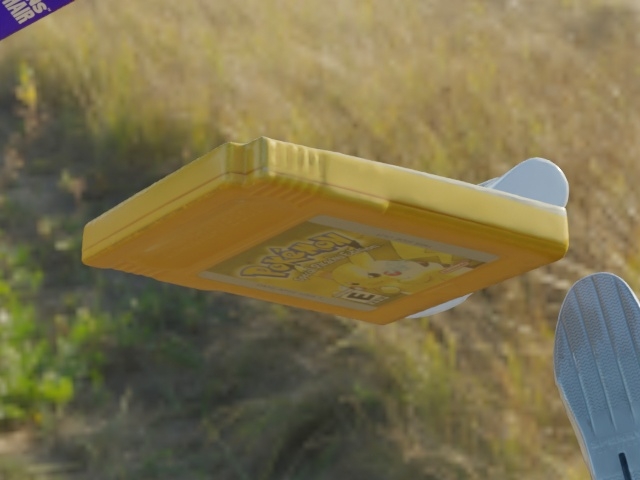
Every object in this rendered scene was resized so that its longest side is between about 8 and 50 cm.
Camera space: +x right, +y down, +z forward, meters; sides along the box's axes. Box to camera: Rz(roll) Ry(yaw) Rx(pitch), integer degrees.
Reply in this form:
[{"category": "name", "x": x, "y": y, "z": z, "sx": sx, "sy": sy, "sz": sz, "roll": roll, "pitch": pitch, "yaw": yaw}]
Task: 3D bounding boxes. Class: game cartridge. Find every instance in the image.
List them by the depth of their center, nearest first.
[{"category": "game cartridge", "x": 0.000, "y": 0.000, "z": 1.558, "sx": 0.324, "sy": 0.052, "sz": 0.285, "roll": 10, "pitch": -20, "yaw": -31}]

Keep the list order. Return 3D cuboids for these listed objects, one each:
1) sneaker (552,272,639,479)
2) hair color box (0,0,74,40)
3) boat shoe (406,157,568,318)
[{"category": "sneaker", "x": 0.264, "y": 0.159, "z": 1.606, "sx": 0.094, "sy": 0.258, "sz": 0.091, "roll": -10, "pitch": -18, "yaw": 14}, {"category": "hair color box", "x": -0.332, "y": -0.248, "z": 1.669, "sx": 0.339, "sy": 0.110, "sz": 0.185, "roll": -25, "pitch": 29, "yaw": 22}, {"category": "boat shoe", "x": 0.161, "y": 0.001, "z": 2.161, "sx": 0.301, "sy": 0.108, "sz": 0.102, "roll": -37, "pitch": 6, "yaw": -25}]
